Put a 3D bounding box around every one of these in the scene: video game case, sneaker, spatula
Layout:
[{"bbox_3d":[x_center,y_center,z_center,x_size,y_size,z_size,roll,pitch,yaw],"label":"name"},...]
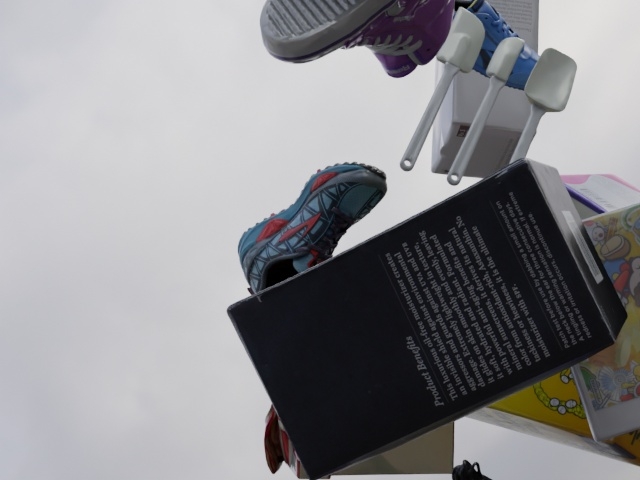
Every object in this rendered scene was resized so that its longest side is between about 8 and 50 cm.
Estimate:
[{"bbox_3d":[0.349,0.072,1.487,0.206,0.227,0.026,-17,-13,2],"label":"video game case"},{"bbox_3d":[0.218,-0.260,1.824,0.069,0.209,0.082,-69,4,-60],"label":"sneaker"},{"bbox_3d":[0.201,-0.155,1.706,0.242,0.168,0.019,-65,4,-25],"label":"spatula"},{"bbox_3d":[0.053,-0.205,1.371,0.282,0.102,0.161,-41,-42,-37],"label":"sneaker"},{"bbox_3d":[0.000,0.000,1.947,0.104,0.125,0.262,26,-52,-37],"label":"sneaker"}]

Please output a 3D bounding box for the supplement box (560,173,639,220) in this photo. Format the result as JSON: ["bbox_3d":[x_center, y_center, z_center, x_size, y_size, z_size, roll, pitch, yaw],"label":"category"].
[{"bbox_3d":[0.373,-0.020,1.948,0.220,0.111,0.114,-6,-55,-53],"label":"supplement box"}]

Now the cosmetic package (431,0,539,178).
[{"bbox_3d":[0.291,-0.321,2.519,0.156,0.385,0.217,4,-20,-4],"label":"cosmetic package"}]

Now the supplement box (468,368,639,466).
[{"bbox_3d":[0.249,0.132,1.759,0.194,0.357,0.195,34,-108,-57],"label":"supplement box"}]

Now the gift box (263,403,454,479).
[{"bbox_3d":[0.048,0.206,2.039,0.258,0.255,0.276,0,-5,-7],"label":"gift box"}]

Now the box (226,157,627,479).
[{"bbox_3d":[0.114,0.069,1.328,0.294,0.182,0.296,-26,-6,14],"label":"box"}]

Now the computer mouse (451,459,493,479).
[{"bbox_3d":[0.207,0.322,1.499,0.042,0.193,0.106,-38,-40,3],"label":"computer mouse"}]
